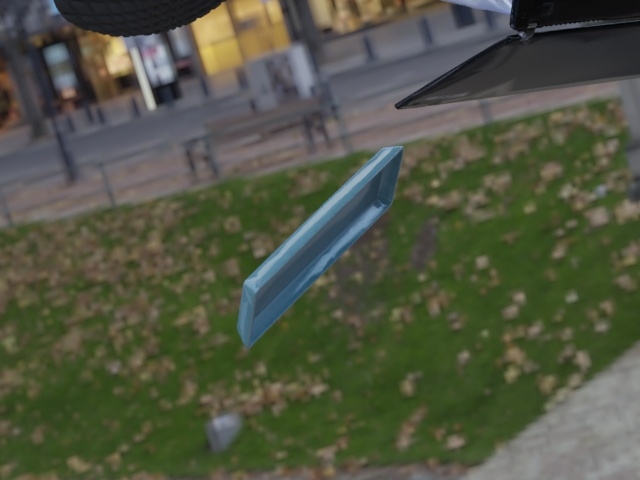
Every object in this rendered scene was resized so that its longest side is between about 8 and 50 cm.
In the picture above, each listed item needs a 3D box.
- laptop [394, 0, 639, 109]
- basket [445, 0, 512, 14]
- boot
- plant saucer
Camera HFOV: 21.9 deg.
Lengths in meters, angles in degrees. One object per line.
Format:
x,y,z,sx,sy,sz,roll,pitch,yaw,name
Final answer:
0.191,-0.199,1.080,0.234,0.264,0.136,-10,29,-27,laptop
0.039,-0.378,1.138,0.331,0.328,0.266,16,56,17,basket
-0.122,-0.262,1.399,0.247,0.083,0.161,-15,47,-14,boot
0.000,0.000,1.214,0.018,0.067,0.192,32,51,18,plant saucer
